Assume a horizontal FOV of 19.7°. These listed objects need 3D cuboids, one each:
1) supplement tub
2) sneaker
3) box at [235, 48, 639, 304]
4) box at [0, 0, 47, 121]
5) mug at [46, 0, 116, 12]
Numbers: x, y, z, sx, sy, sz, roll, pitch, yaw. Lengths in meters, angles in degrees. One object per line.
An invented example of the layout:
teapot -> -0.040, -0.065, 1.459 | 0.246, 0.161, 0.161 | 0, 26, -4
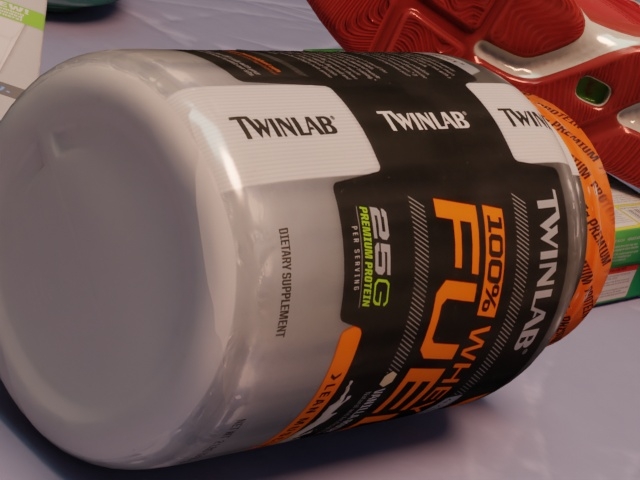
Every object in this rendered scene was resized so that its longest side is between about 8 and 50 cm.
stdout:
supplement tub -> 0.000, 0.000, 0.561 | 0.190, 0.117, 0.117 | -6, 34, -47
sneaker -> 0.082, -0.089, 0.801 | 0.221, 0.087, 0.128 | 30, 10, -13
box -> 0.050, -0.033, 0.780 | 0.179, 0.043, 0.105 | 38, 28, 32
box -> -0.176, -0.071, 0.677 | 0.145, 0.038, 0.186 | 16, 22, -13
mug -> -0.137, -0.163, 0.841 | 0.129, 0.097, 0.157 | 35, 27, 30
